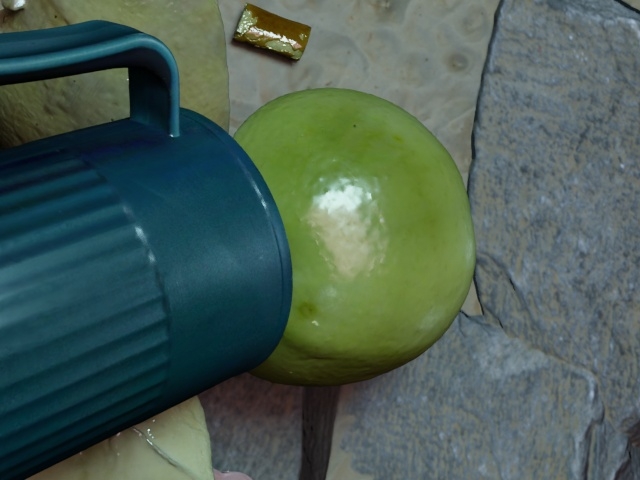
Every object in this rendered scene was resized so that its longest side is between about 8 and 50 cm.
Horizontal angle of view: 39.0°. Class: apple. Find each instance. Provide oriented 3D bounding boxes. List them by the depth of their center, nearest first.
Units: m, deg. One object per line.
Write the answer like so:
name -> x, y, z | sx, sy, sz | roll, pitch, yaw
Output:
apple -> 0.000, 0.000, 0.871 | 0.254, 0.292, 0.291 | -20, 91, -47

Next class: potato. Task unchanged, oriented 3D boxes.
potato -> -0.197, -0.141, 0.844 | 0.211, 0.264, 0.189 | -21, 82, -26

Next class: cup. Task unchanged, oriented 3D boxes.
cup -> -0.193, 0.024, 0.668 | 0.292, 0.308, 0.242 | -24, 68, -44

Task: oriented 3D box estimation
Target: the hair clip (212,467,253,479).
hair clip -> -0.141, 0.246, 0.899 | 0.123, 0.102, 0.138 | -32, 94, -23

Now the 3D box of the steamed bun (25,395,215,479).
steamed bun -> -0.216, 0.149, 0.860 | 0.231, 0.110, 0.212 | -1, 68, -4

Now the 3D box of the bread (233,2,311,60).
bread -> -0.054, -0.233, 1.018 | 0.083, 0.036, 0.046 | 17, 70, -16
